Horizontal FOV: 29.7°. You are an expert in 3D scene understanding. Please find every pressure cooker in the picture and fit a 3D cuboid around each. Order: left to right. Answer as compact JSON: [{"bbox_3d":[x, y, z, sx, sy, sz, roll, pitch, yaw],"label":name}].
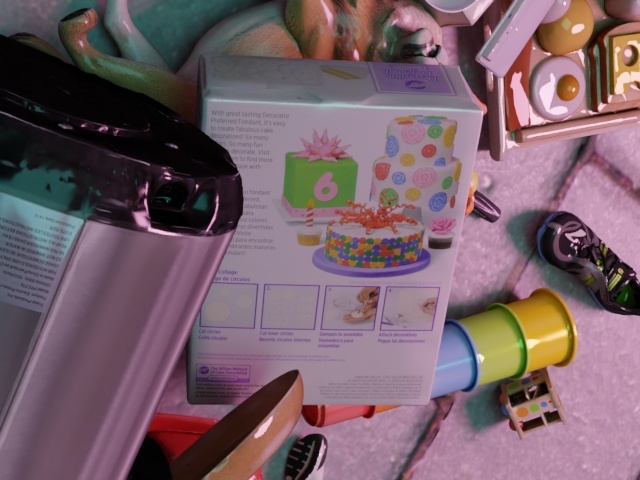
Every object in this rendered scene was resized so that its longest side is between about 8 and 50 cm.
[{"bbox_3d":[-0.295,0.062,0.905,0.420,0.370,0.375,-66,161,10],"label":"pressure cooker"}]

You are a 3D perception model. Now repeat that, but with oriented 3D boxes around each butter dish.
[{"bbox_3d":[-0.119,0.264,1.196,0.160,0.118,0.160,12,94,-30],"label":"butter dish"}]

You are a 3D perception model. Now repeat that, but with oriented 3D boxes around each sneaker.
[{"bbox_3d":[-0.015,0.259,1.301,0.044,0.040,0.109,15,96,-46],"label":"sneaker"},{"bbox_3d":[0.324,0.028,1.407,0.188,0.078,0.067,39,81,-28],"label":"sneaker"}]

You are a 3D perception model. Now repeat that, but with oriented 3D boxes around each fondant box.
[{"bbox_3d":[0.000,0.000,1.118,0.238,0.096,0.330,2,124,-8],"label":"fondant box"}]

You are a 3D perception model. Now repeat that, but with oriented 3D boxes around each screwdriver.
[{"bbox_3d":[0.133,-0.068,1.326,0.170,0.025,0.024,33,84,-20],"label":"screwdriver"}]

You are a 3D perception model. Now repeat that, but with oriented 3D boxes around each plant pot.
[{"bbox_3d":[-0.098,0.201,1.045,0.236,0.236,0.032,-42,92,-15],"label":"plant pot"}]

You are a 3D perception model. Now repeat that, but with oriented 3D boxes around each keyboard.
[{"bbox_3d":[0.242,-0.279,1.214,0.256,0.014,0.072,-56,157,9],"label":"keyboard"}]

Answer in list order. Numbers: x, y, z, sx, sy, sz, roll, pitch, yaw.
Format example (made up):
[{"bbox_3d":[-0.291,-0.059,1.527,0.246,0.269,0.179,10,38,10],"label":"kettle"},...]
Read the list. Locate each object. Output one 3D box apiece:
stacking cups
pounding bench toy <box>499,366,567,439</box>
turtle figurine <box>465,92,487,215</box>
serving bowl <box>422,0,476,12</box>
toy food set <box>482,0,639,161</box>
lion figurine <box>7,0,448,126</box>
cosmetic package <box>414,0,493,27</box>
[{"bbox_3d":[0.129,0.138,1.315,0.316,0.096,0.096,-16,107,-24],"label":"stacking cups"},{"bbox_3d":[0.244,0.184,1.414,0.065,0.083,0.052,-22,110,11],"label":"pounding bench toy"},{"bbox_3d":[0.070,-0.035,1.220,0.217,0.087,0.269,-14,151,-5],"label":"turtle figurine"},{"bbox_3d":[0.113,-0.249,1.098,0.083,0.027,0.083,-5,102,-26],"label":"serving bowl"},{"bbox_3d":[0.311,-0.219,1.344,0.306,0.092,0.219,-11,105,-25],"label":"toy food set"},{"bbox_3d":[-0.073,-0.165,1.145,0.392,0.142,0.240,-23,118,-8],"label":"lion figurine"},{"bbox_3d":[0.166,-0.362,1.207,0.129,0.153,0.296,45,77,-26],"label":"cosmetic package"}]
